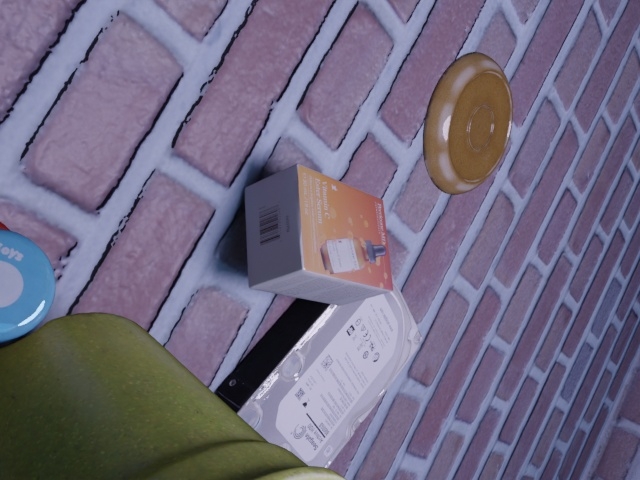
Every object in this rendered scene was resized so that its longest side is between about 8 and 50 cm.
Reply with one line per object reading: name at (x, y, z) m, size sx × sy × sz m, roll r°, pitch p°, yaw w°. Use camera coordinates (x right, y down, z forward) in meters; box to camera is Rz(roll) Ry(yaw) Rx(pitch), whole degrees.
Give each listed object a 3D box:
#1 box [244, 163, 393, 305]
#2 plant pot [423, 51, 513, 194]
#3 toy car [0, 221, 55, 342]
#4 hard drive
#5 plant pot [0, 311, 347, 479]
box at (0.000, 0.000, 0.764) m, size 0.170 × 0.091 × 0.130 m, roll 16°, pitch 62°, yaw -47°
plant pot at (0.256, -0.188, 1.029) m, size 0.236 × 0.032 × 0.236 m, roll -19°, pitch 118°, yaw -40°
toy car at (-0.328, -0.015, 0.429) m, size 0.210 × 0.219 × 0.238 m, roll -19°, pitch 89°, yaw -38°
hard drive at (0.005, 0.194, 0.901) m, size 0.339 × 0.064 × 0.237 m, roll -47°, pitch 132°, yaw -21°
plant pot at (-0.155, 0.196, 0.478) m, size 0.276 × 0.254 × 0.276 m, roll -26°, pitch 136°, yaw -28°
